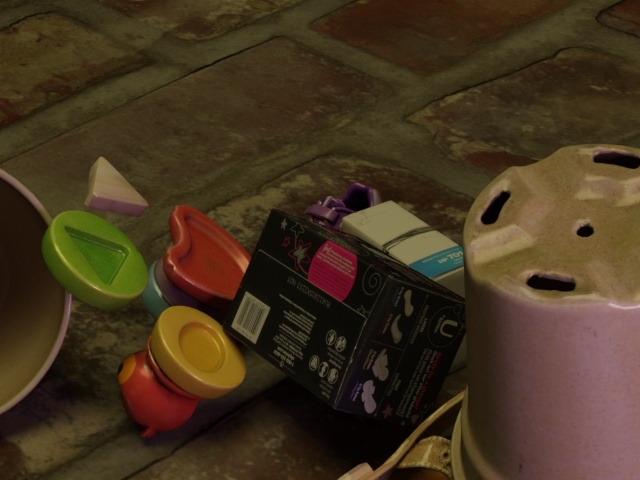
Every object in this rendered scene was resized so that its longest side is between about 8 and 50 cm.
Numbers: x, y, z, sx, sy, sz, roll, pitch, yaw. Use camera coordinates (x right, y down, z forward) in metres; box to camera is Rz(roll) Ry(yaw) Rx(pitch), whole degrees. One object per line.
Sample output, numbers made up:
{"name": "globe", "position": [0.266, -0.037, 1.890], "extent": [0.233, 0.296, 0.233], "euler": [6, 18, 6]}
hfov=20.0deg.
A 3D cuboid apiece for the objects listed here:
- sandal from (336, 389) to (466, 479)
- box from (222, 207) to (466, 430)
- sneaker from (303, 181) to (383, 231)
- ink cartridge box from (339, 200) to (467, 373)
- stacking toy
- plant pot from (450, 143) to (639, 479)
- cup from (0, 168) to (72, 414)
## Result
{"name": "sandal", "position": [0.108, 0.250, 1.944], "extent": [0.240, 0.088, 0.079], "euler": [-32, 69, -23]}
{"name": "box", "position": [0.029, 0.089, 2.038], "extent": [0.142, 0.163, 0.247], "euler": [18, 7, -37]}
{"name": "sneaker", "position": [0.000, 0.000, 2.325], "extent": [0.236, 0.105, 0.095], "euler": [-32, 40, -33]}
{"name": "ink cartridge box", "position": [0.111, 0.055, 2.172], "extent": [0.082, 0.140, 0.190], "euler": [-21, 34, -23]}
{"name": "stacking toy", "position": [-0.219, 0.070, 2.149], "extent": [0.279, 0.130, 0.309], "euler": [36, 28, -11]}
{"name": "plant pot", "position": [0.265, 0.092, 1.705], "extent": [0.333, 0.305, 0.334], "euler": [-9, 41, 8]}
{"name": "cup", "position": [-0.467, 0.053, 2.194], "extent": [0.331, 0.331, 0.237], "euler": [-12, 5, -7]}
